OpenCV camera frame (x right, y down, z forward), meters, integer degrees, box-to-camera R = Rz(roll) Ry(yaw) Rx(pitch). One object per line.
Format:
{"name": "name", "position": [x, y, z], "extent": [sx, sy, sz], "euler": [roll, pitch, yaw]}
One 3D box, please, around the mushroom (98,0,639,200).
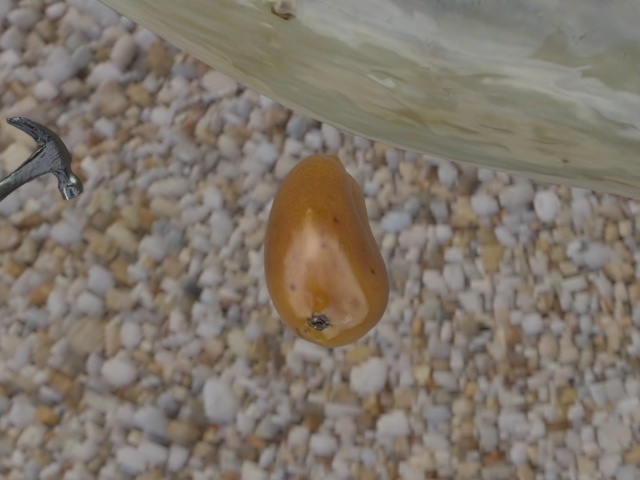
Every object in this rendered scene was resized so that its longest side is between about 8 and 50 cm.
{"name": "mushroom", "position": [0.022, -0.084, 0.427], "extent": [0.351, 0.095, 0.122], "euler": [29, 78, 11]}

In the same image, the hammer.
{"name": "hammer", "position": [-0.258, -0.023, 1.342], "extent": [0.021, 0.201, 0.078], "euler": [-4, 117, 46]}

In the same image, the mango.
{"name": "mango", "position": [-0.003, 0.002, 1.325], "extent": [0.084, 0.159, 0.105], "euler": [-22, 138, 7]}
